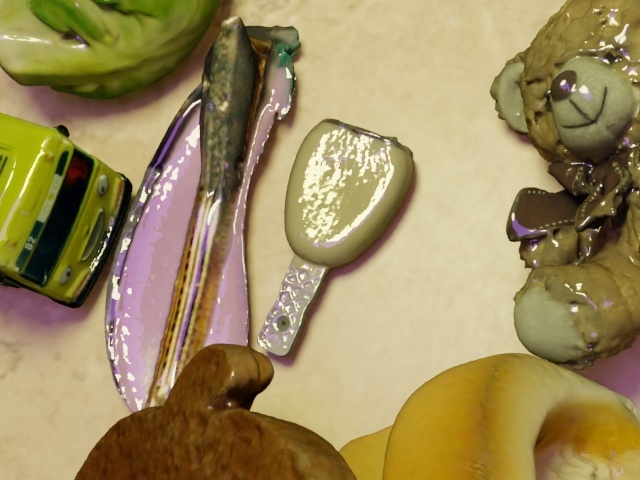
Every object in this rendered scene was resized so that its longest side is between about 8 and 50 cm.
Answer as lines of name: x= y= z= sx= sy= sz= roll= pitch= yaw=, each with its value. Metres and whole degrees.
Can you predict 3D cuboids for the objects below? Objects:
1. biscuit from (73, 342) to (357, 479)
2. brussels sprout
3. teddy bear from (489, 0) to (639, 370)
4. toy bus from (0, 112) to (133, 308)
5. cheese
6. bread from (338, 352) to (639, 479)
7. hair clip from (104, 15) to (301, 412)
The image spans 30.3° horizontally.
biscuit: x=-0.087 y=0.223 z=0.774 sx=0.367 sy=0.063 sz=0.314 roll=-10 pitch=63 yaw=56
brussels sprout: x=-0.184 y=-0.222 z=0.980 sx=0.223 sy=0.161 sz=0.223 roll=1 pitch=101 yaw=3
teddy bear: x=0.231 y=-0.068 z=0.831 sx=0.267 sy=0.156 sz=0.256 roll=-32 pitch=70 yaw=27
toy bus: x=-0.303 y=-0.048 z=0.959 sx=0.262 sy=0.150 sz=0.128 roll=18 pitch=79 yaw=20
cheese: x=0.000 y=0.000 z=0.930 sx=0.097 sy=0.037 sz=0.192 roll=22 pitch=80 yaw=20
bread: x=0.151 y=0.288 z=0.738 sx=0.245 sy=0.329 sz=0.424 roll=-40 pitch=63 yaw=45
hair clip: x=-0.099 y=-0.013 z=0.951 sx=0.110 sy=0.095 sz=0.358 roll=13 pitch=86 yaw=-18
